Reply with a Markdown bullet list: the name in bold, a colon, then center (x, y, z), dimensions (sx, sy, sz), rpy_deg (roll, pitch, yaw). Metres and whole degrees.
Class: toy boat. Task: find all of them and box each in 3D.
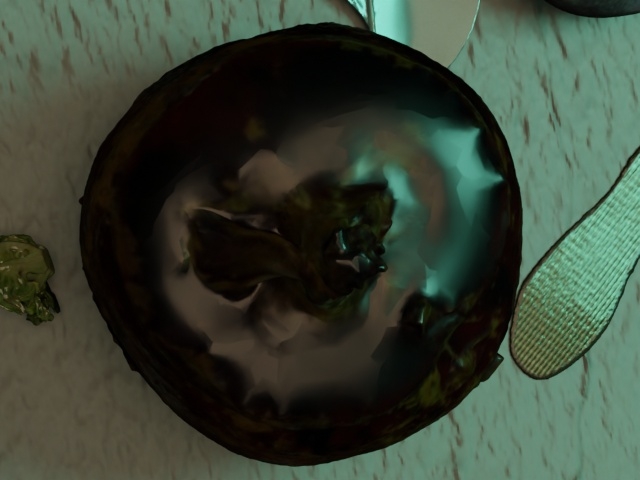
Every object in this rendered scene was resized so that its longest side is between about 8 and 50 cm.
- **toy boat**: center (0.070, -0.223, 1.320), dimensions (0.220, 0.067, 0.291), rpy_deg (-8, 93, -13)

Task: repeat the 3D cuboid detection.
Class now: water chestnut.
- **water chestnut**: center (0.000, 0.000, 1.174), dimensions (0.350, 0.302, 0.350), rpy_deg (0, 87, -8)

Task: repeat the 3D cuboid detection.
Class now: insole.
- **insole**: center (0.246, 0.010, 1.380), dimensions (0.086, 0.005, 0.253), rpy_deg (38, 81, -10)

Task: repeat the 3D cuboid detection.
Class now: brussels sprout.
- **brussels sprout**: center (-0.233, 0.031, 1.242), dimensions (0.058, 0.085, 0.085), rpy_deg (-31, 95, -4)

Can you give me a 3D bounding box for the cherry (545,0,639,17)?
- **cherry**: center (0.241, -0.269, 1.320), dimensions (0.176, 0.140, 0.176), rpy_deg (-13, 110, -39)
